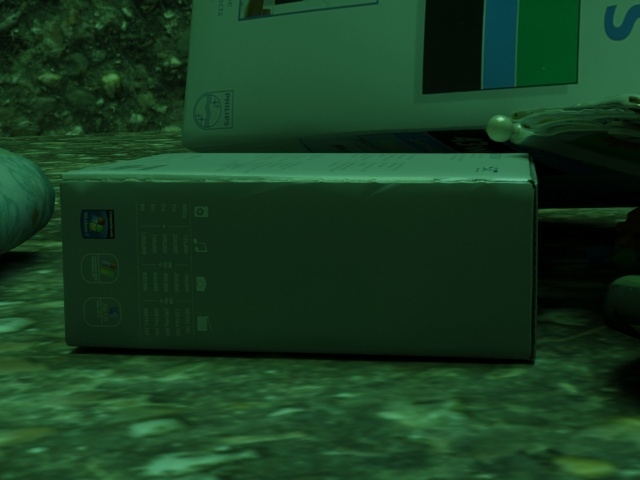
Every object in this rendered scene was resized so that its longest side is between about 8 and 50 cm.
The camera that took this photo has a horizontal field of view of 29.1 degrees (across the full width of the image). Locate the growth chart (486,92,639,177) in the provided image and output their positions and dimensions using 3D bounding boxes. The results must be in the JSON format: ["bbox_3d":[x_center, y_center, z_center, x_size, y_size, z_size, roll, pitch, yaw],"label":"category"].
[{"bbox_3d":[0.194,-0.049,0.653,0.172,0.021,0.237,13,-1,-14],"label":"growth chart"}]

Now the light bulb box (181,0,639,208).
[{"bbox_3d":[0.146,-0.155,0.948,0.361,0.225,0.358,0,-7,32],"label":"light bulb box"}]

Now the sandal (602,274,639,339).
[{"bbox_3d":[0.251,0.011,0.579,0.303,0.086,0.120,-6,9,-32],"label":"sandal"}]

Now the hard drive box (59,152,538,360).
[{"bbox_3d":[0.000,0.000,0.669,0.232,0.089,0.181,0,8,10],"label":"hard drive box"}]

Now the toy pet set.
[{"bbox_3d":[0.260,0.005,0.808,0.114,0.065,0.122,-41,19,-16],"label":"toy pet set"}]

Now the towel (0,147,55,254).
[{"bbox_3d":[-0.387,-0.008,0.798,0.374,0.090,0.320,-1,11,0],"label":"towel"}]
